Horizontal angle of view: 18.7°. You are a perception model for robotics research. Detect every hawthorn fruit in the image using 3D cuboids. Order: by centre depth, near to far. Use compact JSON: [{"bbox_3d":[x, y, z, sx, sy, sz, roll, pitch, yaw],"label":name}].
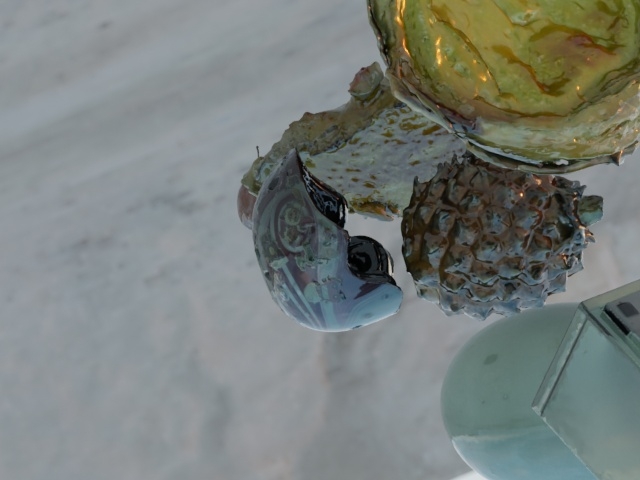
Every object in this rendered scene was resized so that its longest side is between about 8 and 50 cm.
[{"bbox_3d":[-0.067,-0.060,2.256,0.067,0.103,0.067,-9,179,0],"label":"hawthorn fruit"}]

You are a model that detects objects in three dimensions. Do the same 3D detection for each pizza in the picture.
[{"bbox_3d":[0.068,-0.102,1.910,0.297,0.071,0.189,-29,137,5],"label":"pizza"}]

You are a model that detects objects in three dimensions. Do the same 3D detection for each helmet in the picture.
[{"bbox_3d":[-0.008,0.014,1.780,0.107,0.177,0.153,-38,-168,10],"label":"helmet"}]

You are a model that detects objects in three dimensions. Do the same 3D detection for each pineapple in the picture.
[{"bbox_3d":[0.173,-0.012,1.777,0.193,0.166,0.166,-15,-174,29],"label":"pineapple"}]

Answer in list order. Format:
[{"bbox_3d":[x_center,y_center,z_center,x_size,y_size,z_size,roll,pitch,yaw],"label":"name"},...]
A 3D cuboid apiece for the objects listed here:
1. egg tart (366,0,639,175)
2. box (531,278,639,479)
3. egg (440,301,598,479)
[{"bbox_3d":[0.145,-0.169,1.439,0.279,0.279,0.095,-24,170,-28],"label":"egg tart"},{"bbox_3d":[0.318,0.122,1.382,0.225,0.225,0.117,-19,143,-34],"label":"box"},{"bbox_3d":[0.306,0.183,2.181,0.371,0.230,0.230,-2,-166,35],"label":"egg"}]
